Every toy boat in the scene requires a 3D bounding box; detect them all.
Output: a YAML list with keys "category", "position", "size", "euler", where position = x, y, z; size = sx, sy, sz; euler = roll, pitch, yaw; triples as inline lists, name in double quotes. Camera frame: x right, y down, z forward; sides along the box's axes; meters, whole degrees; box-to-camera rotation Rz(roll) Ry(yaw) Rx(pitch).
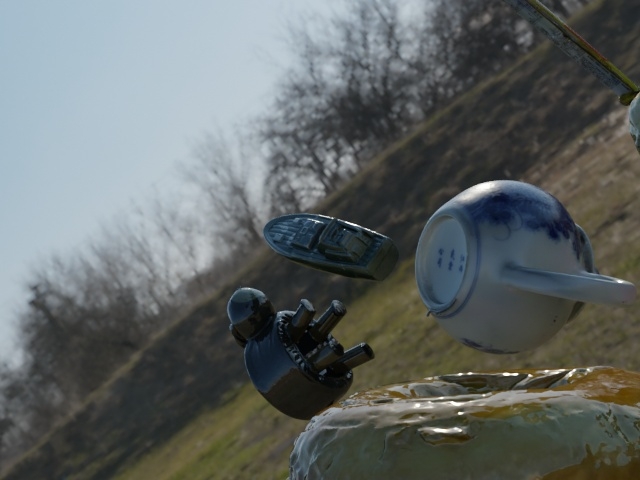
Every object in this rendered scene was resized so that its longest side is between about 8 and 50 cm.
- category: "toy boat"
  position: [0.000, 0.000, 1.458]
  size: [0.260, 0.085, 0.078]
  euler: [14, 64, 52]

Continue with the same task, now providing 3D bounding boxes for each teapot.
- category: "teapot"
  position: [0.293, 0.043, 1.538]
  size: [0.280, 0.252, 0.424]
  euler: [7, 4, -24]

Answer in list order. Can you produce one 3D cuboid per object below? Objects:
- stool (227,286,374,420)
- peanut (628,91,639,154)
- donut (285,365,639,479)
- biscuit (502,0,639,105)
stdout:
- category: "stool"
  position: [-0.035, 0.157, 1.549]
  size: [0.139, 0.228, 0.153]
  euler: [-46, 16, 23]
- category: "peanut"
  position: [0.490, -0.115, 1.341]
  size: [0.129, 0.224, 0.129]
  euler: [-55, 14, 22]
- category: "donut"
  position: [0.168, 0.236, 1.039]
  size: [0.448, 0.198, 0.449]
  euler: [-7, -2, 0]
- category: "biscuit"
  position: [0.344, -0.287, 1.496]
  size: [0.048, 0.292, 0.026]
  euler: [-36, 21, 52]
